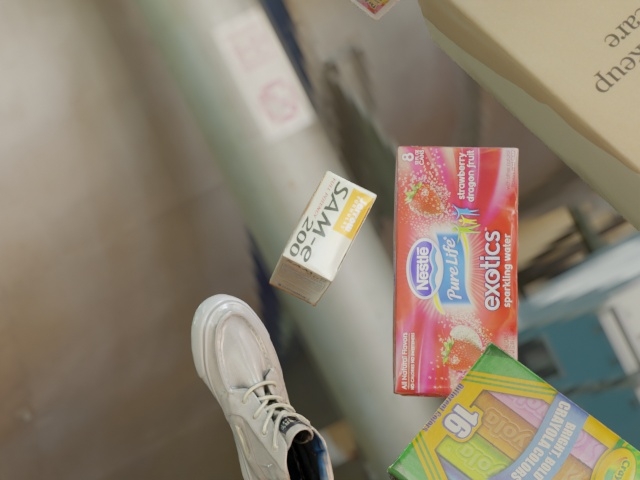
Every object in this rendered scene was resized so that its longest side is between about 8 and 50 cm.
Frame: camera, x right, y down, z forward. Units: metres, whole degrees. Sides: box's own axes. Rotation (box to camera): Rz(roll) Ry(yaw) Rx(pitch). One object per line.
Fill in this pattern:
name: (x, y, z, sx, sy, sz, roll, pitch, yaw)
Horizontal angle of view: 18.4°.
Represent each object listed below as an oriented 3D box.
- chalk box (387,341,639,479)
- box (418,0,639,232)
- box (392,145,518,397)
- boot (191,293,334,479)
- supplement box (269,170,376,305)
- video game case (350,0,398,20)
chalk box: (0.178, 0.200, 1.485, 0.132, 0.213, 0.132, -50, -19, -9)
box: (0.217, -0.116, 1.350, 0.148, 0.311, 0.121, -42, -27, -6)
box: (0.139, 0.034, 2.039, 0.128, 0.257, 0.122, 1, -4, 3)
boot: (-0.051, 0.182, 2.134, 0.095, 0.258, 0.123, -31, 23, -25)
supplement box: (0.000, 0.000, 1.236, 0.062, 0.036, 0.098, -63, 1, -14)
video game case: (0.028, -0.267, 1.591, 0.143, 0.157, 0.019, -40, 17, 43)
